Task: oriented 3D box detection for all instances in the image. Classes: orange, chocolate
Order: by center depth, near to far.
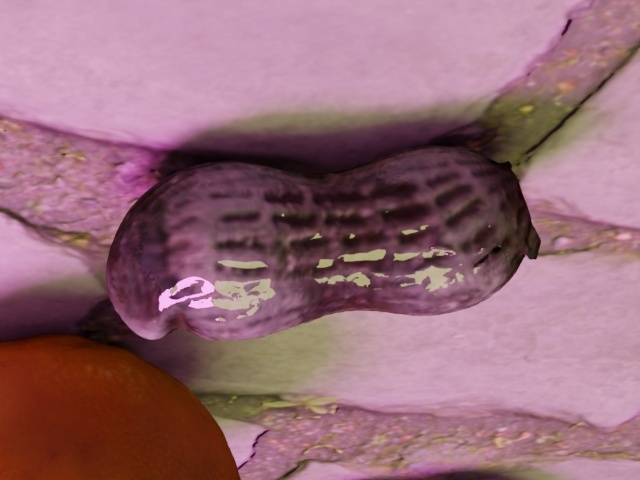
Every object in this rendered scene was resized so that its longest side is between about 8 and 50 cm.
[{"bbox_3d":[0.000,0.000,1.135,0.248,0.110,0.110,-6,150,-8],"label":"chocolate"},{"bbox_3d":[-0.175,0.188,1.288,0.261,0.261,0.261,-6,150,-3],"label":"orange"}]
